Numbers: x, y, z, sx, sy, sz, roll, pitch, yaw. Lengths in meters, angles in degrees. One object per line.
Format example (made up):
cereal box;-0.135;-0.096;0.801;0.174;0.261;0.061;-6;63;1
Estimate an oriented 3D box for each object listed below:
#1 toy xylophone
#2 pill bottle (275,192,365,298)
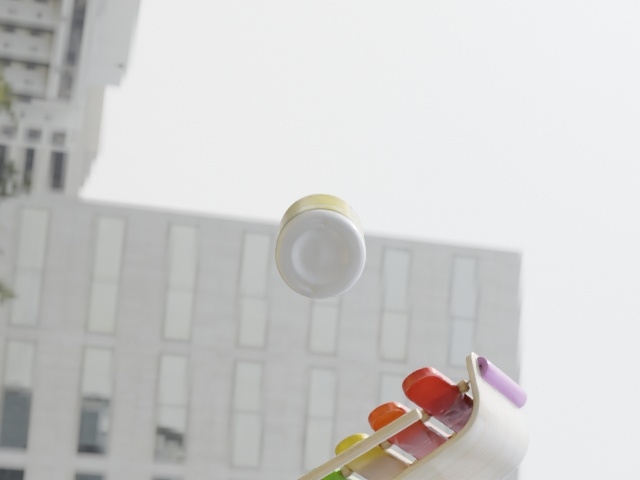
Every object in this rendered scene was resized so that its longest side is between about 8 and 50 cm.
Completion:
toy xylophone;0.065;0.233;1.559;0.236;0.323;0.081;49;11;-50
pill bottle;0.000;0.000;1.121;0.116;0.065;0.065;-92;-169;-79
